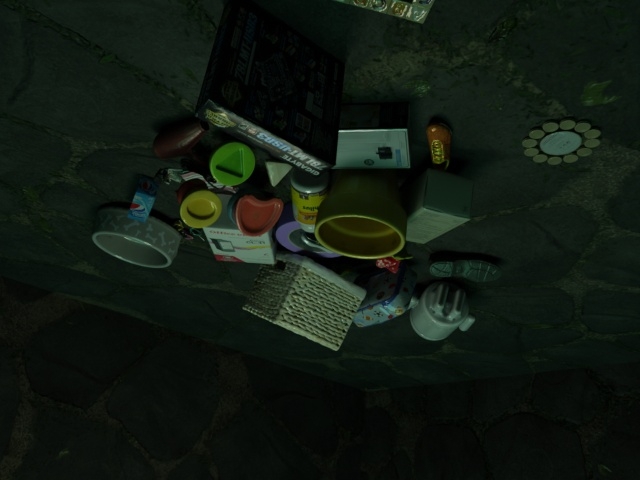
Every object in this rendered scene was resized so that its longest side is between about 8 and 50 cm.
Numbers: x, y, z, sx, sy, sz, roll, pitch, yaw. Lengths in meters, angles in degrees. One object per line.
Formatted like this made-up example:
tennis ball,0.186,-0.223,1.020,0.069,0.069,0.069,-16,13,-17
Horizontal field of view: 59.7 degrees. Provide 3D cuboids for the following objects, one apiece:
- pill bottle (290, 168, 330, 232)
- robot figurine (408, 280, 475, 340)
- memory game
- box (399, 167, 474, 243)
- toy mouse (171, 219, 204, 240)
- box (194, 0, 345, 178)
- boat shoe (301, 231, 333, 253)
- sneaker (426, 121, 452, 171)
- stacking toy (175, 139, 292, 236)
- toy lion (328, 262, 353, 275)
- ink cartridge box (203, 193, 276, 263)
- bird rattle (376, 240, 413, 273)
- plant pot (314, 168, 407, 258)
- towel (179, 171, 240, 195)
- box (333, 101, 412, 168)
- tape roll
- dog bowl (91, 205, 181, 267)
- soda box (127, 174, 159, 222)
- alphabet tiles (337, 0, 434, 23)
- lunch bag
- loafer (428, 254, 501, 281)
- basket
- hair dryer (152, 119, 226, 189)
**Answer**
pill bottle,-0.028,-0.123,1.684,0.117,0.117,0.215,5,142,5
robot figurine,0.491,0.299,2.328,0.300,0.199,0.353,22,154,5
memory game,0.609,-0.249,1.413,0.186,0.012,0.186,6,154,3
box,0.308,-0.091,1.624,0.148,0.121,0.311,13,165,-12
toy mouse,-0.499,-0.037,2.122,0.143,0.031,0.161,24,150,-28
box,-0.089,-0.317,1.154,0.293,0.295,0.073,23,148,-29
boat shoe,0.000,0.000,1.850,0.142,0.049,0.040,23,131,-31
sneaker,0.313,-0.242,1.449,0.064,0.067,0.175,-2,151,22
stacking toy,-0.256,-0.166,1.654,0.309,0.130,0.279,14,110,-37
toy lion,0.083,0.121,2.283,0.096,0.034,0.100,3,154,-7
ink cartridge box,-0.270,-0.031,1.932,0.226,0.131,0.306,4,159,2
bird rattle,0.223,0.006,1.960,0.207,0.143,0.253,25,164,-8
plant pot,0.122,-0.107,1.573,0.254,0.239,0.254,7,153,3
towel,-0.348,-0.173,1.811,0.144,0.029,0.197,-3,152,23
box,0.086,-0.266,1.439,0.290,0.087,0.169,2,153,12
tape roll,-0.013,-0.038,1.922,0.275,0.090,0.274,6,153,3
dog bowl,-0.707,-0.002,2.136,0.349,0.102,0.348,11,156,5
soda box,-0.605,-0.139,1.901,0.067,0.071,0.210,17,152,-19
alphabet tiles,0.116,-0.508,1.035,0.237,0.009,0.198,11,154,-8
lunch bag,0.228,0.204,2.183,0.115,0.243,0.303,41,140,-24
loafer,0.531,0.088,2.059,0.268,0.084,0.096,6,123,-3
basket,-0.065,0.222,2.140,0.331,0.266,0.328,29,170,-30
hair dryer,-0.369,-0.255,1.611,0.224,0.080,0.293,3,153,-15
